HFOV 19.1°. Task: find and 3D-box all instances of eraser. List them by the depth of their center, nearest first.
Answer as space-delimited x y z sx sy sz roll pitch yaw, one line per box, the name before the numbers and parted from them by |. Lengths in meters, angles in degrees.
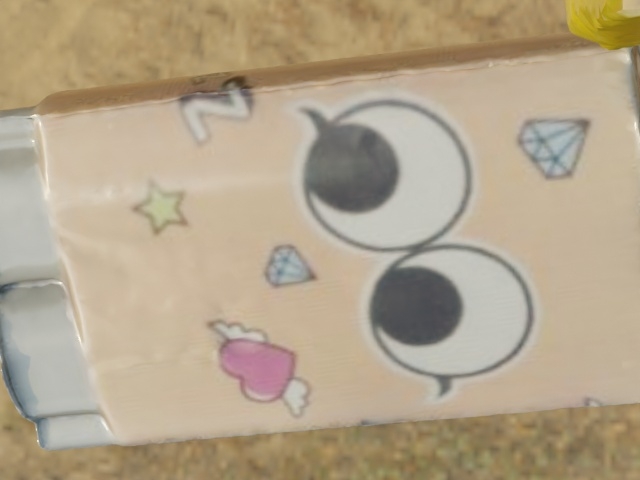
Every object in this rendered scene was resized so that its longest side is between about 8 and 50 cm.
eraser | 0.000 0.000 0.823 0.290 0.087 0.171 -6 115 12

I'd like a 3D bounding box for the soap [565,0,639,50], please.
soap | 0.099 -0.211 0.520 0.096 0.324 0.204 -7 -178 5
